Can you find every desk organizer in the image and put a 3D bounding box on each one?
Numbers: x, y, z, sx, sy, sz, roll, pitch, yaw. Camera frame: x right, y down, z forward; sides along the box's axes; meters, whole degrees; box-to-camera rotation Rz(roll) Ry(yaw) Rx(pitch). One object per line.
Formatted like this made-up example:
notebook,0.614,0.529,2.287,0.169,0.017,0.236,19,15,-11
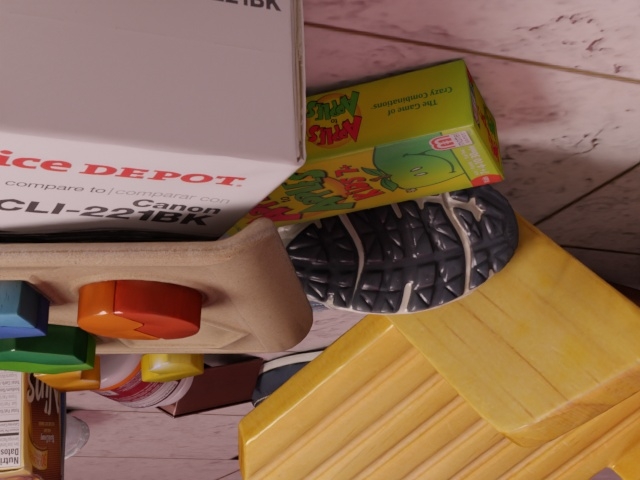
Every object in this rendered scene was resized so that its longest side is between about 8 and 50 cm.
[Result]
desk organizer,-0.119,0.144,1.330,0.047,0.050,0.130,24,-165,32

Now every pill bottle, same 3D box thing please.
pill bottle,-0.169,0.103,1.151,0.086,0.086,0.152,-8,161,13

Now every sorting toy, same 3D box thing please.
sorting toy,-0.121,0.057,0.739,0.229,0.041,0.307,-5,163,4

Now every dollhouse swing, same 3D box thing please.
dollhouse swing,0.161,0.188,0.954,0.305,0.315,0.347,-50,127,5

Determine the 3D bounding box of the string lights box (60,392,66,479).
string lights box,-0.277,0.144,1.178,0.077,0.133,0.259,0,161,-7

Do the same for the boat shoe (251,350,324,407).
boat shoe,0.015,0.159,1.356,0.254,0.079,0.095,-19,156,40

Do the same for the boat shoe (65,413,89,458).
boat shoe,-0.374,0.263,1.600,0.227,0.079,0.081,-22,149,37

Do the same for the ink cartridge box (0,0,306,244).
ink cartridge box,-0.149,-0.052,0.648,0.197,0.114,0.273,5,160,-24

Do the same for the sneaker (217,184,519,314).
sneaker,0.000,0.000,0.893,0.283,0.110,0.122,-6,178,18

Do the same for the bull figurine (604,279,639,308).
bull figurine,0.254,0.102,1.157,0.310,0.101,0.188,21,132,-31

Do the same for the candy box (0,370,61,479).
candy box,-0.221,0.082,0.922,0.053,0.186,0.109,-3,162,1

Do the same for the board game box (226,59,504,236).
board game box,0.011,-0.051,0.775,0.181,0.043,0.092,-12,160,16
